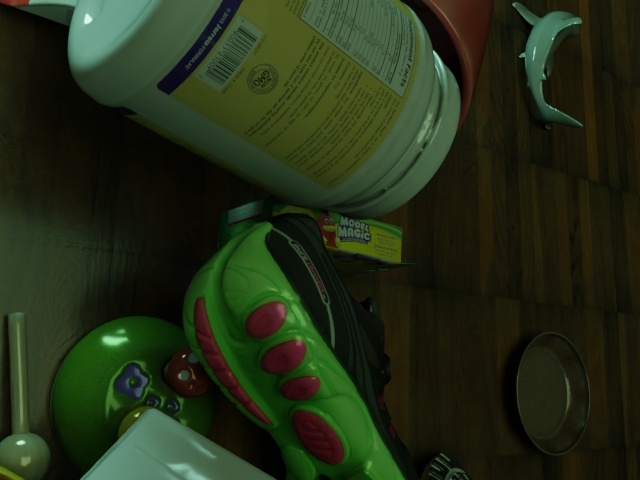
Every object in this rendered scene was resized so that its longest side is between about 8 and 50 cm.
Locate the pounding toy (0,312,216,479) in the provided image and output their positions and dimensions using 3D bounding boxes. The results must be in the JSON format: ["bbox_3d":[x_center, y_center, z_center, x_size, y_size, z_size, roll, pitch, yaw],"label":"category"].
[{"bbox_3d":[-0.192,0.163,0.717,0.236,0.110,0.183,10,75,-36],"label":"pounding toy"}]

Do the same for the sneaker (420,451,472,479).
[{"bbox_3d":[0.143,0.370,0.958,0.081,0.094,0.208,44,34,1],"label":"sneaker"}]

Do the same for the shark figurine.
[{"bbox_3d":[0.424,-0.342,1.274,0.166,0.116,0.278,32,62,-27],"label":"shark figurine"}]

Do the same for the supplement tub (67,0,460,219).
[{"bbox_3d":[-0.041,-0.175,0.689,0.331,0.241,0.241,27,66,-39],"label":"supplement tub"}]

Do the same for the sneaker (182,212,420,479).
[{"bbox_3d":[0.029,0.176,0.787,0.202,0.185,0.483,-58,138,-44],"label":"sneaker"}]

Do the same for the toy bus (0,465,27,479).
[{"bbox_3d":[-0.334,0.220,0.601,0.104,0.191,0.202,-37,110,-80],"label":"toy bus"}]

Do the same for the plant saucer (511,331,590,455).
[{"bbox_3d":[0.376,0.252,1.176,0.198,0.036,0.199,7,78,-35],"label":"plant saucer"}]

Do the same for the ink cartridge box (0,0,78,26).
[{"bbox_3d":[-0.261,-0.319,0.753,0.224,0.056,0.181,17,70,-19],"label":"ink cartridge box"}]

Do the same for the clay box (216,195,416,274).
[{"bbox_3d":[0.000,0.000,0.880,0.222,0.127,0.053,12,75,-36],"label":"clay box"}]

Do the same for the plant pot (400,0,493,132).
[{"bbox_3d":[0.102,-0.278,0.939,0.275,0.275,0.243,52,47,-18],"label":"plant pot"}]

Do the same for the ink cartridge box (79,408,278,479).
[{"bbox_3d":[-0.110,0.331,0.625,0.197,0.198,0.270,-46,139,-34],"label":"ink cartridge box"}]
